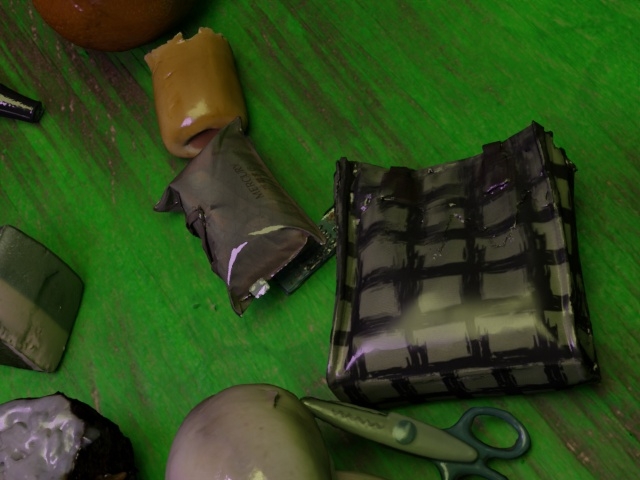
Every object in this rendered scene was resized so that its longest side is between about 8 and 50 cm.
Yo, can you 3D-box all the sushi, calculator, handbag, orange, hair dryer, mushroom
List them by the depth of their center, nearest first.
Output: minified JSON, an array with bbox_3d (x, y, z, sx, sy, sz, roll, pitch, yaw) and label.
[{"bbox_3d":[-0.051,0.348,1.549,0.315,0.315,0.356,-43,89,-4],"label":"mushroom"},{"bbox_3d":[-0.334,0.366,1.662,0.234,0.207,0.349,3,67,29],"label":"sushi"},{"bbox_3d":[0.173,0.036,1.677,0.325,0.162,0.327,-9,65,18],"label":"handbag"},{"bbox_3d":[-0.118,-0.032,1.824,0.182,0.117,0.270,-43,55,8],"label":"handbag"},{"bbox_3d":[0.000,0.000,1.832,0.172,0.018,0.057,-42,64,-6],"label":"calculator"},{"bbox_3d":[-0.299,-0.405,1.974,0.264,0.264,0.264,-6,65,14],"label":"orange"},{"bbox_3d":[-0.550,-0.155,2.054,0.195,0.075,0.219,20,84,14],"label":"hair dryer"}]

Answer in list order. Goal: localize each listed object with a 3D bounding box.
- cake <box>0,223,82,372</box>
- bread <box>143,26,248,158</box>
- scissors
[{"bbox_3d":[-0.475,0.102,1.914,0.283,0.172,0.158,-15,50,47],"label":"cake"},{"bbox_3d":[-0.181,-0.214,1.941,0.134,0.085,0.173,-19,63,8],"label":"bread"},{"bbox_3d":[0.111,0.242,1.631,0.289,0.041,0.138,18,76,2],"label":"scissors"}]
